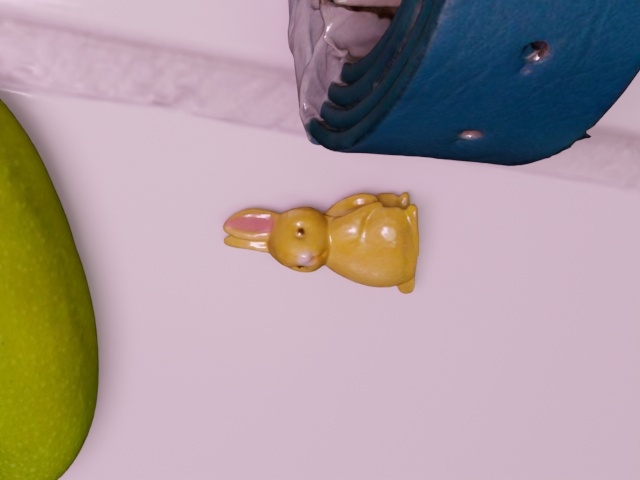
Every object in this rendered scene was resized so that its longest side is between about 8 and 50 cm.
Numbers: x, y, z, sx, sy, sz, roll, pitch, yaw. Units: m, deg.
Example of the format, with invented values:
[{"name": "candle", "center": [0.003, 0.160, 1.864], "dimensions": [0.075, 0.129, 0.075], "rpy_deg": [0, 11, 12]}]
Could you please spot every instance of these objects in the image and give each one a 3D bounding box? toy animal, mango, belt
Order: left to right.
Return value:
[{"name": "mango", "center": [-0.270, 0.044, 0.982], "dimensions": [0.192, 0.156, 0.343], "rpy_deg": [-19, 107, -6]}, {"name": "toy animal", "center": [0.000, 0.004, 1.077], "dimensions": [0.159, 0.070, 0.083], "rpy_deg": [0, 105, -6]}, {"name": "belt", "center": [0.092, -0.206, 0.858], "dimensions": [0.173, 0.436, 0.300], "rpy_deg": [4, 76, -10]}]
